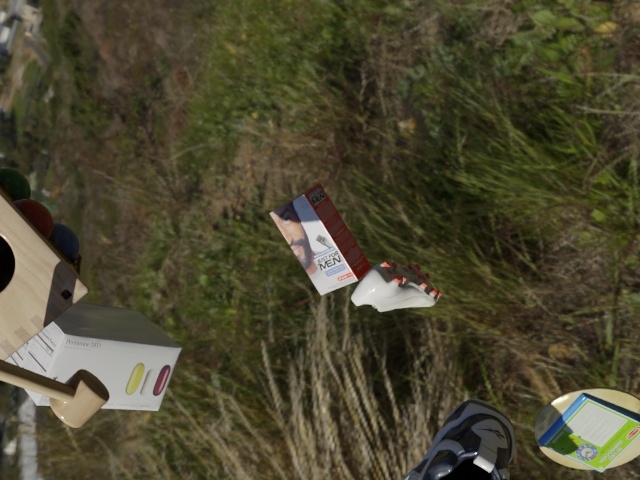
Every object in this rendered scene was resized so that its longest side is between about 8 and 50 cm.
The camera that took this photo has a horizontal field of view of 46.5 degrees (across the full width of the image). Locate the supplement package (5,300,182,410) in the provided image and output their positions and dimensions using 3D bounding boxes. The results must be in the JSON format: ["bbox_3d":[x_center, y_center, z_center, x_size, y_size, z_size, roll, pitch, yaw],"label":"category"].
[{"bbox_3d":[-0.448,0.220,1.467,0.204,0.262,0.145,26,98,45],"label":"supplement package"}]

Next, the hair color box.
[{"bbox_3d":[0.000,0.000,1.244,0.093,0.053,0.167,-26,98,43],"label":"hair color box"}]

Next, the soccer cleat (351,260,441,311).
[{"bbox_3d":[0.114,0.073,1.115,0.076,0.196,0.068,-41,62,20],"label":"soccer cleat"}]

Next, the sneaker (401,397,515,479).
[{"bbox_3d":[0.114,0.278,0.722,0.094,0.153,0.235,35,101,8],"label":"sneaker"}]

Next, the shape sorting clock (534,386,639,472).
[{"bbox_3d":[0.490,0.338,1.340,0.206,0.206,0.040,-50,11,32],"label":"shape sorting clock"}]

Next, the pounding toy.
[{"bbox_3d":[-0.214,0.036,0.555,0.094,0.206,0.181,-41,16,-9],"label":"pounding toy"}]
